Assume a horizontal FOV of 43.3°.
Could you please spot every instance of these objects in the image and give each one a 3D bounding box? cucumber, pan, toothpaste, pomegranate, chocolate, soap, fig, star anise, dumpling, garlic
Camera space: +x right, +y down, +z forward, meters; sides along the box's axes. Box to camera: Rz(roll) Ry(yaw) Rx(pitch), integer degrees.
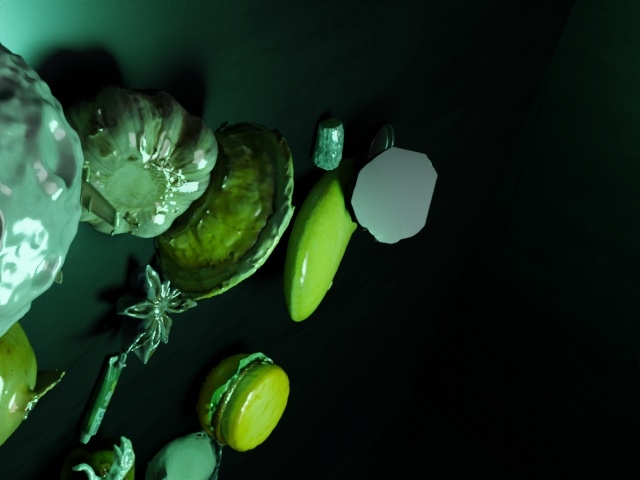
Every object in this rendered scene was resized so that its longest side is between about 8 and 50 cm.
[{"bbox_3d":[0.019,-0.213,1.763,0.064,0.064,0.112,-38,151,-39],"label":"cucumber"},{"bbox_3d":[0.124,-0.216,1.993,0.235,0.028,0.136,-33,137,-57],"label":"pan"},{"bbox_3d":[-0.427,0.310,1.570,0.049,0.031,0.204,-8,125,-65],"label":"toothpaste"},{"bbox_3d":[-0.478,0.171,1.029,0.233,0.233,0.233,-45,155,-28],"label":"pomegranate"},{"bbox_3d":[0.132,-0.118,1.915,0.206,0.177,0.224,9,98,-24],"label":"chocolate"},{"bbox_3d":[-0.003,-0.001,1.895,0.427,0.115,0.306,-62,166,-55],"label":"soap"},{"bbox_3d":[-0.449,0.479,1.627,0.166,0.144,0.154,109,-13,-50],"label":"fig"},{"bbox_3d":[-0.318,0.130,1.486,0.262,0.081,0.230,-56,162,-35],"label":"star anise"},{"bbox_3d":[-0.340,0.591,1.974,0.293,0.163,0.204,-40,151,-63],"label":"dumpling"},{"bbox_3d":[-0.272,-0.119,1.149,0.245,0.160,0.245,-11,132,-13],"label":"garlic"}]

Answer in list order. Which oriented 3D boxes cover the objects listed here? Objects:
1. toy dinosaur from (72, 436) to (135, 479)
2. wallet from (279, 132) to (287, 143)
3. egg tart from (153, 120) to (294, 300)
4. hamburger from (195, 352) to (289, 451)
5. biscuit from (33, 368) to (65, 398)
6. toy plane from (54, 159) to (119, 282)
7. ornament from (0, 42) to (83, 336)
[{"bbox_3d":[-0.456,0.566,1.507,0.205,0.092,0.393,2,97,-38],"label":"toy dinosaur"},{"bbox_3d":[-0.134,-0.089,1.633,0.245,0.052,0.168,-54,162,-14],"label":"wallet"},{"bbox_3d":[-0.180,-0.062,1.281,0.120,0.315,0.315,29,94,-46],"label":"egg tart"},{"bbox_3d":[-0.199,0.379,1.963,0.246,0.170,0.246,-39,140,-44],"label":"hamburger"},{"bbox_3d":[-0.499,0.271,1.192,0.237,0.013,0.232,-42,-163,-31],"label":"biscuit"},{"bbox_3d":[-0.371,-0.079,1.002,0.104,0.242,0.256,-147,-118,-75],"label":"toy plane"},{"bbox_3d":[-0.391,-0.046,0.754,0.337,0.337,0.337,-45,155,-28],"label":"ornament"}]
